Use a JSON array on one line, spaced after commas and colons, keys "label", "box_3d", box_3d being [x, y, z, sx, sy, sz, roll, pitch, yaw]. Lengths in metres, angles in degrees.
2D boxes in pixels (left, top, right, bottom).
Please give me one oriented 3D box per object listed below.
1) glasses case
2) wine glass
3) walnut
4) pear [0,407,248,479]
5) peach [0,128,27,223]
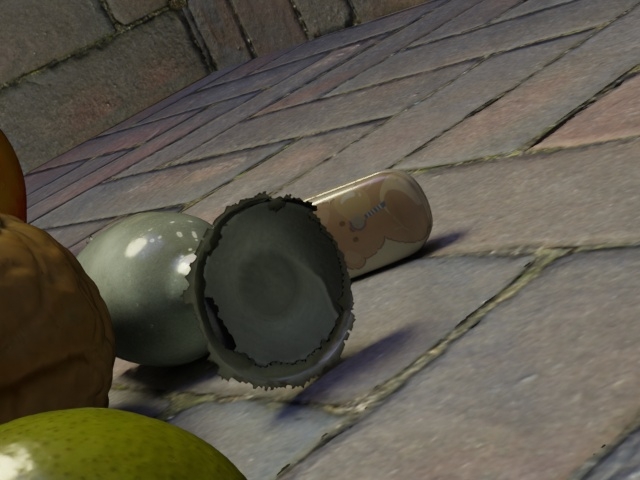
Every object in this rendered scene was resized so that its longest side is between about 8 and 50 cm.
[{"label": "glasses case", "box_3d": [0.000, 0.000, 1.085, 0.204, 0.081, 0.051, -22, 12, 21]}, {"label": "wine glass", "box_3d": [-0.106, 0.040, 0.997, 0.143, 0.143, 0.321, -32, 16, -26]}, {"label": "walnut", "box_3d": [-0.295, 0.095, 0.898, 0.277, 0.252, 0.313, -37, 7, -2]}, {"label": "pear", "box_3d": [-0.095, 0.163, 0.462, 0.166, 0.180, 0.216, 20, 16, -4]}, {"label": "peach", "box_3d": [-0.548, -0.025, 1.562, 0.370, 0.370, 0.370, -24, 14, 6]}]
